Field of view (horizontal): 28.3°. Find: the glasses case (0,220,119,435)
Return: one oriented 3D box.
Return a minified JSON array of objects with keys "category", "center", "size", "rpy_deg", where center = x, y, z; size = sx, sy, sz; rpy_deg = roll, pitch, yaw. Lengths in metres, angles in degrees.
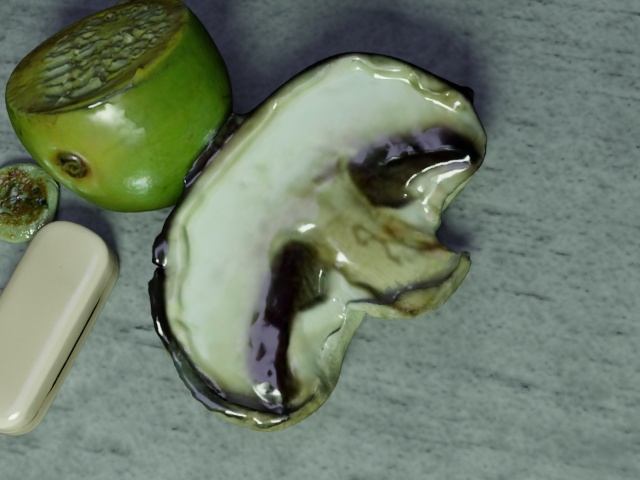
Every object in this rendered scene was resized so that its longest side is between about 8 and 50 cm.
[{"category":"glasses case","center":[-0.253,0.078,1.138],"size":[0.083,0.050,0.196],"rpy_deg":[25,78,15]}]

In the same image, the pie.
[{"category":"pie","center":[-0.287,-0.036,1.199],"size":[0.085,0.017,0.085],"rpy_deg":[-3,70,9]}]

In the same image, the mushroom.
[{"category":"mushroom","center":[-0.001,0.001,1.086],"size":[0.247,0.130,0.344],"rpy_deg":[25,79,1]}]

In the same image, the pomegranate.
[{"category":"pomegranate","center":[-0.174,-0.120,1.145],"size":[0.190,0.159,0.241],"rpy_deg":[-31,38,-5]}]
